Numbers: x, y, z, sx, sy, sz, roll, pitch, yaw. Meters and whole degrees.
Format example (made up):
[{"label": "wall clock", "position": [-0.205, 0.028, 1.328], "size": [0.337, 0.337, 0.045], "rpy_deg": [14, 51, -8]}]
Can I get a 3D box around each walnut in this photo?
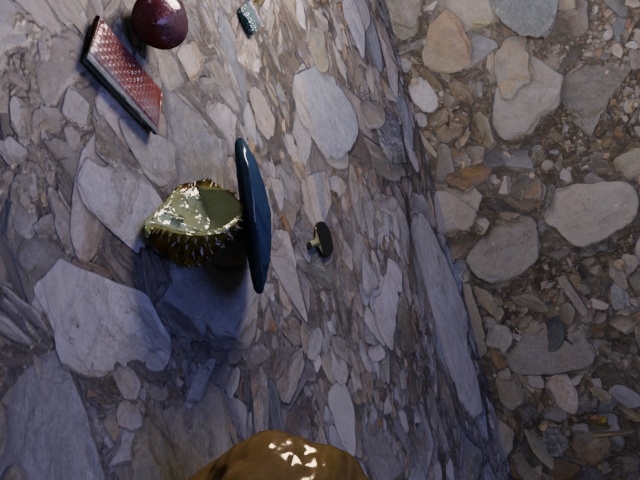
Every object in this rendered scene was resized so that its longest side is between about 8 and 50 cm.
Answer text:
[{"label": "walnut", "position": [-0.064, 0.474, 1.316], "size": [0.384, 0.384, 0.383], "rpy_deg": [-13, 90, -68]}]

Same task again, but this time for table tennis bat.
[{"label": "table tennis bat", "position": [0.000, 0.000, 2.149], "size": [0.156, 0.013, 0.086], "rpy_deg": [-21, 99, -69]}]

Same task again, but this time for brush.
[{"label": "brush", "position": [-0.150, -0.537, 2.080], "size": [0.196, 0.021, 0.070], "rpy_deg": [-75, 145, -54]}]

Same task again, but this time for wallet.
[{"label": "wallet", "position": [-0.322, -0.271, 1.499], "size": [0.196, 0.020, 0.103], "rpy_deg": [50, 35, -49]}]

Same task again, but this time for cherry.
[{"label": "cherry", "position": [-0.273, -0.398, 1.614], "size": [0.107, 0.090, 0.225], "rpy_deg": [58, 17, -14]}]

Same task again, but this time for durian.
[{"label": "durian", "position": [-0.207, -0.033, 1.546], "size": [0.139, 0.144, 0.252], "rpy_deg": [47, 36, -13]}]

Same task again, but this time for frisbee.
[{"label": "frisbee", "position": [-0.116, -0.047, 1.668], "size": [0.289, 0.049, 0.289], "rpy_deg": [172, -90, -83]}]
